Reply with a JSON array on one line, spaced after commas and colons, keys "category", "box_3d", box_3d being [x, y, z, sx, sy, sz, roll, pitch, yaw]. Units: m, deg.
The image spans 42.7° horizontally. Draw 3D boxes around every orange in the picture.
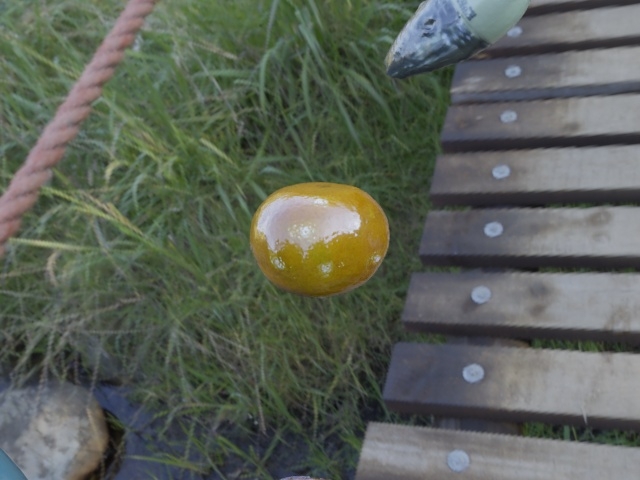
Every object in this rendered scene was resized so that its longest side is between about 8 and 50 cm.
[{"category": "orange", "box_3d": [0.000, 0.000, 0.912, 0.156, 0.124, 0.156, 3, 14, -1]}]

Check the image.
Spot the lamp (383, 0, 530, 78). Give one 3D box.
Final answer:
[{"category": "lamp", "box_3d": [0.183, -0.282, 1.035, 0.250, 0.101, 0.101, -34, 42, 32]}]

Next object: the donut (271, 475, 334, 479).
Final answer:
[{"category": "donut", "box_3d": [-0.026, 0.412, 1.199, 0.144, 0.186, 0.126, -170, 83, -68]}]

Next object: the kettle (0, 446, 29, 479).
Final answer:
[{"category": "kettle", "box_3d": [-0.364, 0.192, 0.642, 0.247, 0.342, 0.320, -9, 56, -12]}]
